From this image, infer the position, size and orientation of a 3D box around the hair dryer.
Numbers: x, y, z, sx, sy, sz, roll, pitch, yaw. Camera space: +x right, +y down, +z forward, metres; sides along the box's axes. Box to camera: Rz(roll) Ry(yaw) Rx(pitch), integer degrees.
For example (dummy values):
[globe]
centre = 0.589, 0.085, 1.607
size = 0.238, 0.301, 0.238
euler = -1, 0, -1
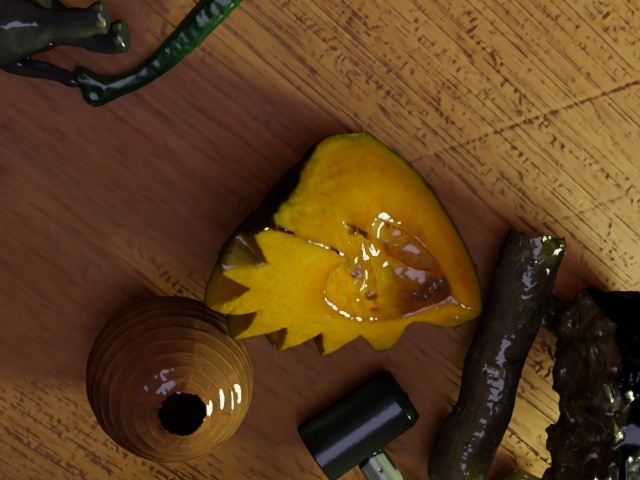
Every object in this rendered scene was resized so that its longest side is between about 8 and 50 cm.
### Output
[hair dryer]
centre = 0.071, 0.220, 0.982
size = 0.100, 0.057, 0.198
euler = -32, 98, 1

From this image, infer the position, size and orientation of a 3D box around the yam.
[yam]
centre = 0.156, 0.106, 0.981
size = 0.061, 0.061, 0.253
euler = 12, 106, -15

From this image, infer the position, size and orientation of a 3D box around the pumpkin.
[pumpkin]
centre = 0.000, 0.000, 0.895
size = 0.254, 0.149, 0.130
euler = 19, 139, -41

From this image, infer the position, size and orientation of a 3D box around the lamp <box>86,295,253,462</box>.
[lamp]
centre = -0.120, 0.111, 0.885
size = 0.136, 0.136, 0.136
euler = -4, 109, -11

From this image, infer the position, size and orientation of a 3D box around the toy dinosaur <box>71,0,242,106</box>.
[toy dinosaur]
centre = 0.047, -0.218, 0.836
size = 0.446, 0.087, 0.301
euler = 8, 106, -7

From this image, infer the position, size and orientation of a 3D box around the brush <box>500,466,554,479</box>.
[brush]
centre = 0.156, 0.352, 1.067
size = 0.067, 0.072, 0.313
euler = 19, 107, 7

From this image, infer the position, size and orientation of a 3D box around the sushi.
[sushi]
centre = 0.264, 0.149, 0.953
size = 0.114, 0.147, 0.213
euler = 2, 91, -21

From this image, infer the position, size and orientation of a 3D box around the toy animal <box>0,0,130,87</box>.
[toy animal]
centre = -0.211, -0.235, 0.765
size = 0.137, 0.082, 0.270
euler = -7, 112, 10
